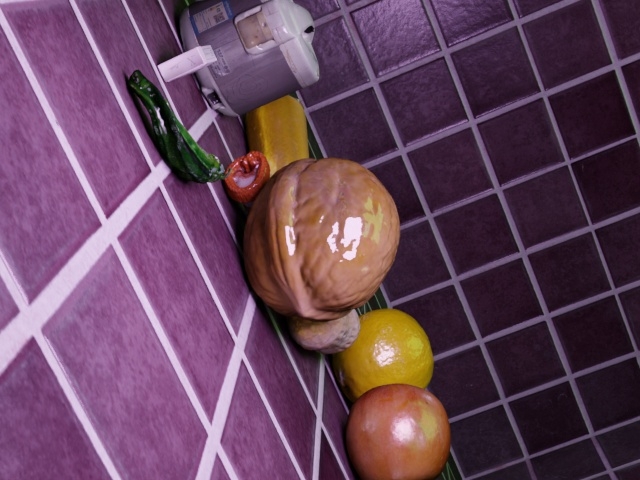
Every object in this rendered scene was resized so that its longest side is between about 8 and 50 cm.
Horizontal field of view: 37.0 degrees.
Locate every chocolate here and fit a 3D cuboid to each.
[{"bbox_3d":[0.008,0.180,2.051,0.309,0.134,0.134,22,46,-76],"label":"chocolate"},{"bbox_3d":[-0.103,-0.173,2.256,0.445,0.162,0.162,-97,164,-49],"label":"chocolate"}]

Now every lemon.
[{"bbox_3d":[0.134,0.290,2.275,0.240,0.219,0.240,31,-50,48],"label":"lemon"}]

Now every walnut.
[{"bbox_3d":[0.000,0.000,1.808,0.333,0.333,0.332,-22,90,-82],"label":"walnut"}]

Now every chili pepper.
[{"bbox_3d":[-0.226,-0.156,1.578,0.279,0.065,0.122,54,19,-45],"label":"chili pepper"}]

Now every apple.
[{"bbox_3d":[0.168,0.439,2.074,0.253,0.254,0.253,-22,90,-82],"label":"apple"}]

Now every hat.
[{"bbox_3d":[-0.135,-0.091,1.948,0.162,0.094,0.112,69,31,-50],"label":"hat"}]

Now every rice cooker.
[{"bbox_3d":[-0.147,-0.438,2.112,0.288,0.277,0.288,-22,90,-81],"label":"rice cooker"}]

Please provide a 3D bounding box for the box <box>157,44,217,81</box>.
[{"bbox_3d":[-0.252,-0.339,1.827,0.154,0.084,0.040,-77,145,-77],"label":"box"}]
